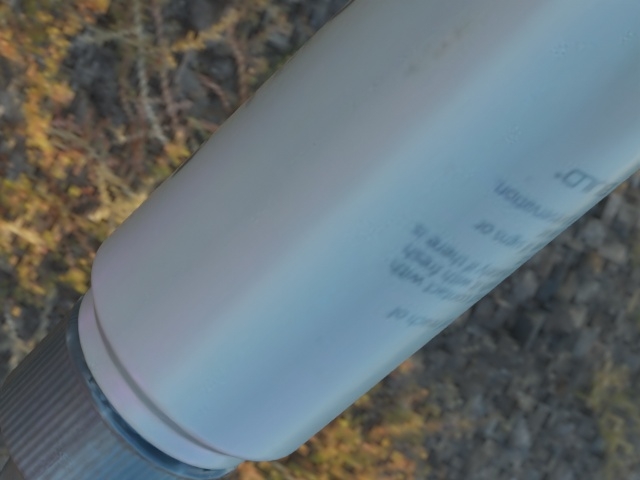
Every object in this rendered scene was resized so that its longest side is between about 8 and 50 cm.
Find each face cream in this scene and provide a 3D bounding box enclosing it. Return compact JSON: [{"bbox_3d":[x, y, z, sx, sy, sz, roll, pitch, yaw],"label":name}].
[{"bbox_3d":[0.000,0.000,0.476,0.311,0.092,0.092,-43,150,24],"label":"face cream"}]
